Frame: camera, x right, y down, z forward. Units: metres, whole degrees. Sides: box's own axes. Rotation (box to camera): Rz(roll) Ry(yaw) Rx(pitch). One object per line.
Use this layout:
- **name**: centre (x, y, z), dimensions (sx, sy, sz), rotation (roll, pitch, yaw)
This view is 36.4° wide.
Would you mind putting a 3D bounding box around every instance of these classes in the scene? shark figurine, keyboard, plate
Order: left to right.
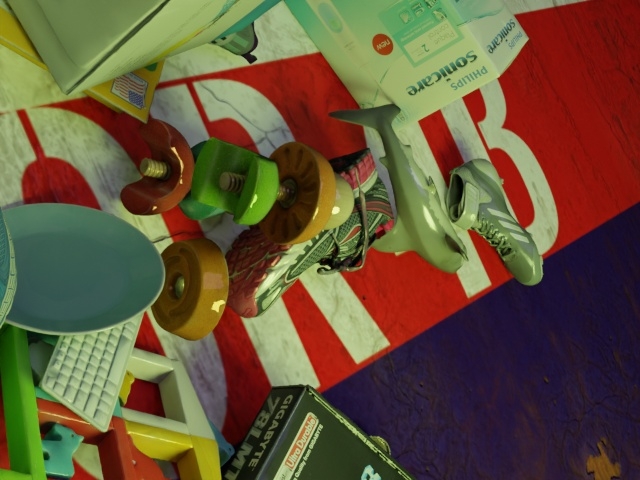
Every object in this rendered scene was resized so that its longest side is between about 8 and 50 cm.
- **plate**: centre (-0.238, 0.028, 0.894), dimensions (0.188, 0.024, 0.188), rotation (10, 36, -8)
- **keyboard**: centre (-0.200, 0.068, 0.916), dimensions (0.072, 0.014, 0.256), rotation (38, 29, -21)
- **shark figurine**: centre (0.102, -0.046, 1.270), dimensions (0.278, 0.116, 0.166), rotation (60, 9, -16)

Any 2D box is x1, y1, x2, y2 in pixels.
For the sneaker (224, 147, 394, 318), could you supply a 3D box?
- **sneaker**: centre (0.000, 0.000, 1.129), dimensions (0.299, 0.121, 0.112), rotation (-43, 111, -43)

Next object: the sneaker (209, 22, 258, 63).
- **sneaker**: centre (-0.118, -0.330, 1.214), dimensions (0.098, 0.083, 0.224), rotation (30, 55, -58)

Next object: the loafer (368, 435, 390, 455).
- **loafer**: centre (0.036, 0.263, 1.089), dimensions (0.148, 0.050, 0.056), rotation (-28, 95, -45)

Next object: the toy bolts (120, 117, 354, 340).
- **toy bolts**: centre (-0.091, -0.017, 1.009), dimensions (0.158, 0.228, 0.218), rotation (11, 105, -42)

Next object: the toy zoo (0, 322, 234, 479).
- **toy zoo**: centre (-0.191, 0.163, 0.863), dimensions (0.293, 0.030, 0.192), rotation (25, 29, -39)

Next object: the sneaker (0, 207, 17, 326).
- **sneaker**: centre (-0.284, 0.030, 0.720), dimensions (0.129, 0.147, 0.330), rotation (4, 47, -22)

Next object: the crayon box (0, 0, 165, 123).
- **crayon box**: centre (-0.253, -0.283, 1.038), dimensions (0.203, 0.083, 0.323), rotation (30, 52, -31)

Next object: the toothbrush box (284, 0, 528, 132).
- **toothbrush box**: centre (0.098, -0.317, 1.299), dimensions (0.295, 0.216, 0.126), rotation (53, 45, -14)

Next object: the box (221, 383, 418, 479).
- **box**: centre (0.000, 0.345, 0.963), dimensions (0.293, 0.073, 0.295), rotation (46, 56, -25)

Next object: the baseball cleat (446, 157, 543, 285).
- **baseball cleat**: centre (0.245, -0.016, 1.424), dimensions (0.109, 0.072, 0.206), rotation (-24, 84, -33)

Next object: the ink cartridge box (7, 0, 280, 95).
- **ink cartridge box**: centre (-0.153, -0.298, 0.936), dimensions (0.270, 0.197, 0.198), rotation (-35, 97, -47)
